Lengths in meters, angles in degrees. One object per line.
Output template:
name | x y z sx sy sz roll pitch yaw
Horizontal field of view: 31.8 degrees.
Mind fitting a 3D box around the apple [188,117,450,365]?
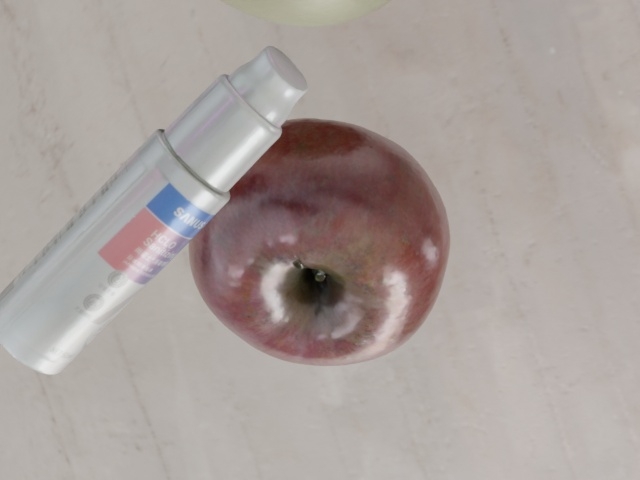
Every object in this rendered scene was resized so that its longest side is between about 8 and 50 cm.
apple | 0.000 0.000 0.657 0.153 0.153 0.120 27 36 -16

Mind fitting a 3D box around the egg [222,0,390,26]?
egg | -0.019 -0.259 0.710 0.219 0.219 0.269 -51 135 -14

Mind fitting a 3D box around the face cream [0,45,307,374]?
face cream | -0.055 -0.011 0.368 0.034 0.034 0.130 43 100 -12
